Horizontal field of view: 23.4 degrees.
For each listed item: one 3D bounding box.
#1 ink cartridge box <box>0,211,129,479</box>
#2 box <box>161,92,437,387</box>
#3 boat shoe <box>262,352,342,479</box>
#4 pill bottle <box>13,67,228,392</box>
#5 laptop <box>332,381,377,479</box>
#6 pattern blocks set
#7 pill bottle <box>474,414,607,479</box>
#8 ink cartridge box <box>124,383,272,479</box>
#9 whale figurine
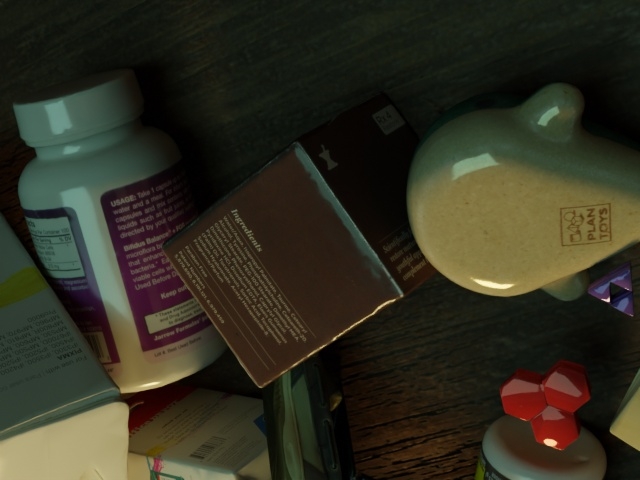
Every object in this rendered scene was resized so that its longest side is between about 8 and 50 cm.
[{"bbox_3d":[-0.354,0.141,1.581,0.385,0.160,0.279,49,147,36],"label":"ink cartridge box"},{"bbox_3d":[0.000,0.000,1.432,0.203,0.168,0.167,-35,89,37],"label":"box"},{"bbox_3d":[-0.015,0.158,1.523,0.073,0.224,0.080,5,146,-14],"label":"boat shoe"},{"bbox_3d":[-0.205,-0.012,1.554,0.169,0.169,0.302,-5,107,33],"label":"pill bottle"},{"bbox_3d":[0.080,0.312,1.531,0.264,0.136,0.234,22,121,25],"label":"laptop"},{"bbox_3d":[0.349,0.147,1.315,0.325,0.026,0.285,39,115,0],"label":"pattern blocks set"},{"bbox_3d":[0.195,0.278,1.464,0.117,0.117,0.215,20,119,23],"label":"pill bottle"},{"bbox_3d":[-0.128,0.223,1.617,0.231,0.134,0.078,6,118,39],"label":"ink cartridge box"},{"bbox_3d":[0.211,-0.051,1.325,0.272,0.141,0.216,-4,124,9],"label":"whale figurine"}]
